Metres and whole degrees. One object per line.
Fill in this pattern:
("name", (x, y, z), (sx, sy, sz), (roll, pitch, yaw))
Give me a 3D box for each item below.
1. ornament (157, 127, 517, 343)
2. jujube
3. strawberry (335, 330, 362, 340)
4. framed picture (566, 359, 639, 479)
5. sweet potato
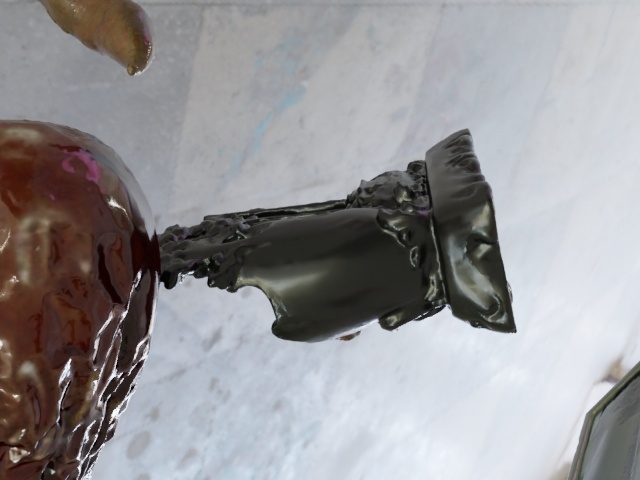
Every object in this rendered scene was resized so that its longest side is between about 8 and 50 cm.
("ornament", (0.000, 0.000, 0.664), (0.251, 0.260, 0.106), (-69, 151, -72))
("jujube", (-0.172, 0.049, 0.521), (0.168, 0.168, 0.237), (-8, 106, -55))
("strawberry", (0.005, 0.072, 1.025), (0.106, 0.106, 0.106), (-38, 144, -35))
("framed picture", (0.289, 0.182, 0.838), (0.213, 0.016, 0.289), (-57, 173, 35))
("sweet potato", (-0.316, -0.317, 1.277), (0.106, 0.354, 0.095), (-18, 136, -41))
